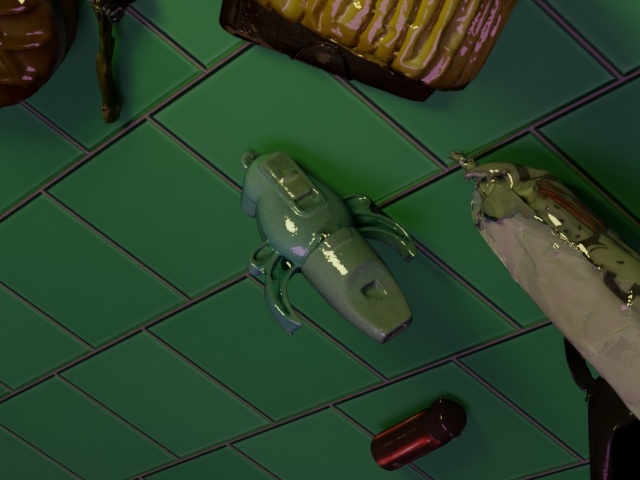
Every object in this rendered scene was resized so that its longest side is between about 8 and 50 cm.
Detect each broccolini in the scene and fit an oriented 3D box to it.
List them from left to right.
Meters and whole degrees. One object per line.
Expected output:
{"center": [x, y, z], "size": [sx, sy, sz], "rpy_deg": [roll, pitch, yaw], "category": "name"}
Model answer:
{"center": [-0.225, -0.217, 1.607], "size": [0.071, 0.057, 0.254], "rpy_deg": [37, 155, 14], "category": "broccolini"}

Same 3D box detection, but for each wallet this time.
{"center": [0.014, -0.209, 1.491], "size": [0.232, 0.031, 0.122], "rpy_deg": [20, 143, 2], "category": "wallet"}

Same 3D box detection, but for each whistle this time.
{"center": [0.000, 0.000, 1.656], "size": [0.274, 0.186, 0.093], "rpy_deg": [50, 151, 20], "category": "whistle"}

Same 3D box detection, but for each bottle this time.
{"center": [0.133, 0.257, 2.011], "size": [0.060, 0.060, 0.164], "rpy_deg": [34, 143, -16], "category": "bottle"}

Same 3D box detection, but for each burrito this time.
{"center": [0.284, 0.056, 1.515], "size": [0.445, 0.101, 0.139], "rpy_deg": [49, 148, 15], "category": "burrito"}

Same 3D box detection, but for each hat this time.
{"center": [0.404, 0.155, 1.678], "size": [0.238, 0.209, 0.336], "rpy_deg": [22, 109, -29], "category": "hat"}

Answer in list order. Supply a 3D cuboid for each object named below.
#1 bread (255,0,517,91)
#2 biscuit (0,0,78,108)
{"center": [0.046, -0.242, 1.274], "size": [0.253, 0.227, 0.142], "rpy_deg": [30, 120, -1], "category": "bread"}
{"center": [-0.411, -0.267, 1.580], "size": [0.332, 0.103, 0.332], "rpy_deg": [15, 144, 11], "category": "biscuit"}
